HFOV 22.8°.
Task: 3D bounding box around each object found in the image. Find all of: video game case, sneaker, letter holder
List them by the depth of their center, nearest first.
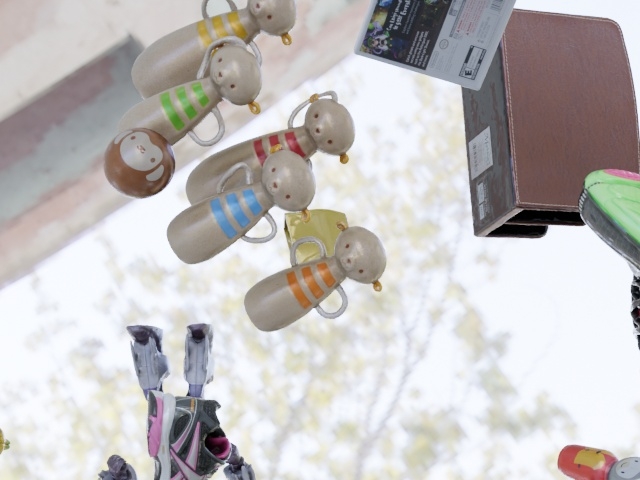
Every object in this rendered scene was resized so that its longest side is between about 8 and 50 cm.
[{"bbox_3d":[-0.124,0.213,1.524,0.077,0.072,0.178,-1,-39,-2],"label":"sneaker"},{"bbox_3d":[0.151,-0.293,2.001,0.173,0.022,0.190,16,-53,-6],"label":"video game case"},{"bbox_3d":[0.476,0.113,2.047,0.202,0.483,0.185,-34,16,24],"label":"sneaker"},{"bbox_3d":[0.335,-0.165,2.300,0.214,0.302,0.152,2,-17,-18],"label":"letter holder"}]

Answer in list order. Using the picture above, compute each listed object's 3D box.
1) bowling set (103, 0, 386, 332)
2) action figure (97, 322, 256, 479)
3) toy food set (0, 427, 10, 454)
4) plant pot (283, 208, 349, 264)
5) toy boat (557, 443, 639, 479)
[{"bbox_3d":[-0.061,-0.065,1.234,0.154,0.287,0.200,-29,-4,17],"label":"bowling set"},{"bbox_3d":[-0.173,0.243,1.883,0.185,0.285,0.099,-4,-11,-4],"label":"action figure"},{"bbox_3d":[-0.489,0.257,2.221,0.071,0.218,0.128,11,-88,-36],"label":"toy food set"},{"bbox_3d":[0.000,0.000,2.129,0.083,0.081,0.081,-15,-13,-5],"label":"plant pot"},{"bbox_3d":[0.338,0.425,2.095,0.267,0.148,0.318,29,-101,-43],"label":"toy boat"}]
